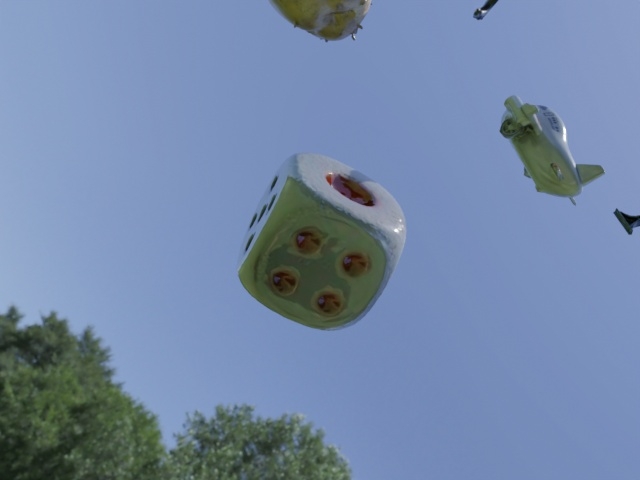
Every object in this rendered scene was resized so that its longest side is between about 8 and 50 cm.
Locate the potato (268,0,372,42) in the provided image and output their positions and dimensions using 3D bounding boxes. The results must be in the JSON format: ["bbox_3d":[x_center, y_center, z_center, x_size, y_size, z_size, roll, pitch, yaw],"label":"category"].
[{"bbox_3d":[-0.024,-0.344,0.873,0.161,0.128,0.235,37,-26,43],"label":"potato"}]

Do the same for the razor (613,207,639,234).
[{"bbox_3d":[0.573,-0.074,1.193,0.190,0.033,0.066,-36,-148,18],"label":"razor"}]

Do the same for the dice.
[{"bbox_3d":[0.000,0.000,1.063,0.192,0.193,0.194,-61,-165,22],"label":"dice"}]

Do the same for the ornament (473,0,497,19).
[{"bbox_3d":[0.261,-0.418,1.107,0.080,0.236,0.202,44,-16,-20],"label":"ornament"}]

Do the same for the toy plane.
[{"bbox_3d":[0.414,-0.170,1.358,0.117,0.244,0.245,-32,-105,15],"label":"toy plane"}]
